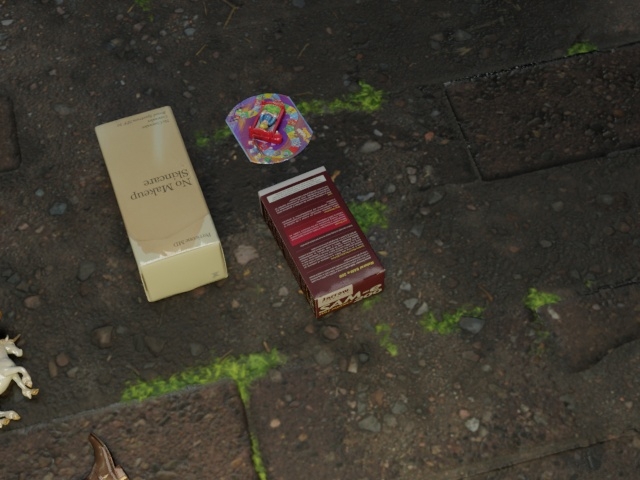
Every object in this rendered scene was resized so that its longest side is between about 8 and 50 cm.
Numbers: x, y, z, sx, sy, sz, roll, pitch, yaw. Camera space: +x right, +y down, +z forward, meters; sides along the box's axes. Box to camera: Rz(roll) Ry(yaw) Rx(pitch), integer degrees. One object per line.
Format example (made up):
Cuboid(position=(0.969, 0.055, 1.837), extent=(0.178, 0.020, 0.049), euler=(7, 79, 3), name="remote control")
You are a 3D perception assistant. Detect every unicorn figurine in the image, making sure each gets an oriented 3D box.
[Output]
Cuboid(position=(-0.500, 0.222, 1.560), extent=(0.111, 0.060, 0.162), euler=(31, 63, 19), name="unicorn figurine")

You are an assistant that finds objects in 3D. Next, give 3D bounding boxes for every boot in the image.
Cuboid(position=(-0.360, 0.358, 1.487), extent=(0.114, 0.037, 0.106), euler=(-36, 61, -14), name="boot")

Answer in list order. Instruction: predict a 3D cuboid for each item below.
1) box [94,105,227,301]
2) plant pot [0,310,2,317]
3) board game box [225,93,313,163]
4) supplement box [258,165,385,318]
Cuboid(position=(-0.275, -0.066, 1.700), extent=(0.148, 0.121, 0.311), euler=(-19, 59, -11), name="box")
Cuboid(position=(-0.624, 0.171, 1.530), extent=(0.205, 0.205, 0.187), euler=(12, 74, 9), name="plant pot")
Cuboid(position=(-0.096, -0.220, 1.844), extent=(0.133, 0.033, 0.168), euler=(-24, 61, -13), name="board game box")
Cuboid(position=(0.000, 0.000, 1.678), extent=(0.130, 0.073, 0.239), euler=(-22, 59, -11), name="supplement box")
